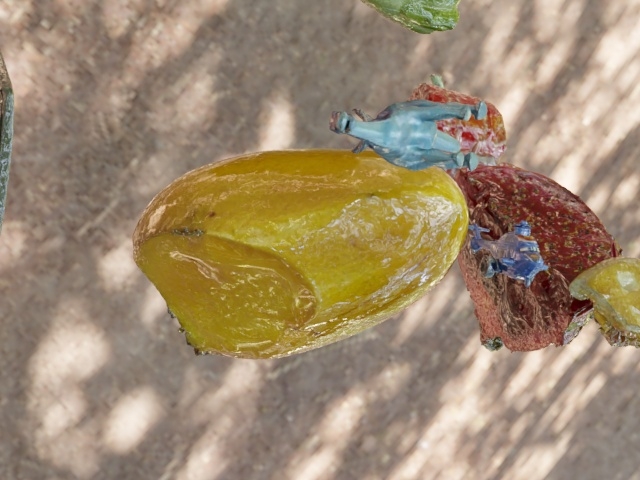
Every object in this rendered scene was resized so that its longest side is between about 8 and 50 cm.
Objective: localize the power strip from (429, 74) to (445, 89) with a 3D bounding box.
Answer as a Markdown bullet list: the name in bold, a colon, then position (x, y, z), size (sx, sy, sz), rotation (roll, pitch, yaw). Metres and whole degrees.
- **power strip**: position (0.189, -0.123, 2.110), size (0.093, 0.053, 0.288), rotation (-8, 104, -6)

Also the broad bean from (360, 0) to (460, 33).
- **broad bean**: position (0.091, -0.309, 1.580), size (0.124, 0.174, 0.082), rotation (-64, 179, -56)

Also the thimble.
- **thimble**: position (0.164, -0.121, 1.790), size (0.189, 0.125, 0.163), rotation (135, -32, -67)

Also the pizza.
- **pizza**: position (0.375, 0.083, 1.449), size (0.246, 0.127, 0.058), rotation (10, 144, -27)

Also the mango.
- **mango**: position (0.000, 0.000, 0.959), size (0.187, 0.257, 0.138), rotation (47, 45, -45)

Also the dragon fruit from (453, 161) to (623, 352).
- **dragon fruit**: position (0.258, 0.044, 1.593), size (0.134, 0.262, 0.211), rotation (-9, 141, -28)

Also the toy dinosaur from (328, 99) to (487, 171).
- **toy dinosaur**: position (0.056, -0.064, 0.786), size (0.197, 0.080, 0.045), rotation (-3, 99, -69)

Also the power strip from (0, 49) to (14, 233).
- **power strip**: position (-0.462, -0.118, 1.744), size (0.092, 0.251, 0.257), rotation (5, 109, -15)

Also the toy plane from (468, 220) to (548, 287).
- **toy plane**: position (0.183, 0.007, 1.309), size (0.054, 0.167, 0.062), rotation (10, 94, -17)
